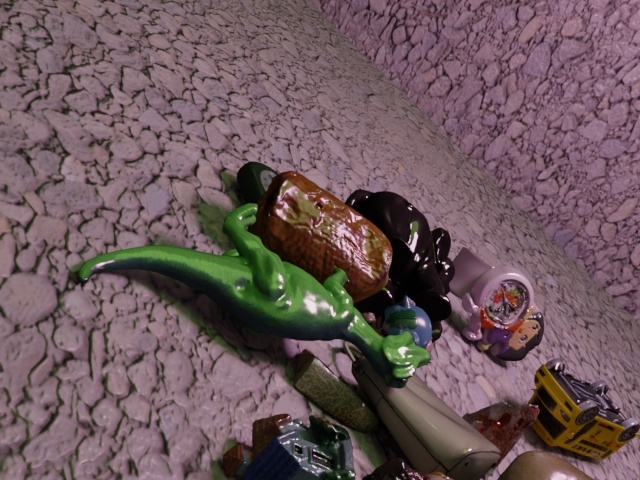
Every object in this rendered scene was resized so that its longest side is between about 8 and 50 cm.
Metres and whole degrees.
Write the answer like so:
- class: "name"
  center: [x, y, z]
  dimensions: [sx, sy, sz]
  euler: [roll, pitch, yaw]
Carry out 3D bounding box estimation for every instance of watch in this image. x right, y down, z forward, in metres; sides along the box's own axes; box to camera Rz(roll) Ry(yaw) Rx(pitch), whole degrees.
- class: "watch"
  center: [0.390, 0.145, 2.278]
  dimensions: [0.244, 0.196, 0.231]
  euler: [36, 2, -24]

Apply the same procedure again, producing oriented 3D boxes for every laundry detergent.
- class: "laundry detergent"
  center: [-0.080, -0.051, 1.857]
  dimensions: [0.137, 0.063, 0.211]
  euler: [31, 25, -48]

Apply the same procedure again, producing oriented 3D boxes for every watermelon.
- class: "watermelon"
  center: [0.307, 0.350, 1.767]
  dimensions: [0.098, 0.158, 0.121]
  euler: [39, 49, -17]

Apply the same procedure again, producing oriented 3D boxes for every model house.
- class: "model house"
  center: [-0.048, 0.277, 1.262]
  dimensions: [0.148, 0.119, 0.148]
  euler: [28, 26, -20]

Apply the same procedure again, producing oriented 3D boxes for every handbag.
- class: "handbag"
  center: [0.156, 0.269, 1.639]
  dimensions: [0.315, 0.109, 0.241]
  euler: [53, 12, 28]

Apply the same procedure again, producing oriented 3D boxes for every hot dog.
- class: "hot dog"
  center: [0.000, 0.000, 1.739]
  dimensions: [0.272, 0.122, 0.196]
  euler: [32, 62, -21]

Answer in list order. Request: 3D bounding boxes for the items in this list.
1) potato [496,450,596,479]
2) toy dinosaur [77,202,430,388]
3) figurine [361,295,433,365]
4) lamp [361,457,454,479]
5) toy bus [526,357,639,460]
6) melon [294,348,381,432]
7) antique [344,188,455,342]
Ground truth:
- class: "potato"
  center: [0.401, 0.491, 1.543]
  dimensions: [0.326, 0.221, 0.243]
  euler: [38, 9, 9]
- class: "toy dinosaur"
  center: [-0.085, 0.130, 1.453]
  dimensions: [0.374, 0.144, 0.500]
  euler: [47, 34, 17]
- class: "figurine"
  center: [0.141, 0.183, 1.798]
  dimensions: [0.178, 0.144, 0.114]
  euler: [54, 36, -58]
- class: "lamp"
  center: [0.170, 0.397, 1.437]
  dimensions: [0.253, 0.118, 0.118]
  euler: [30, 26, -33]
- class: "toy bus"
  center: [0.561, 0.380, 2.144]
  dimensions: [0.330, 0.152, 0.144]
  euler: [26, 23, -45]
- class: "melon"
  center: [0.035, 0.251, 1.561]
  dimensions: [0.182, 0.054, 0.098]
  euler: [43, 6, -7]
- class: "antique"
  center: [0.156, 0.036, 1.962]
  dimensions: [0.322, 0.185, 0.255]
  euler: [55, 20, -11]
